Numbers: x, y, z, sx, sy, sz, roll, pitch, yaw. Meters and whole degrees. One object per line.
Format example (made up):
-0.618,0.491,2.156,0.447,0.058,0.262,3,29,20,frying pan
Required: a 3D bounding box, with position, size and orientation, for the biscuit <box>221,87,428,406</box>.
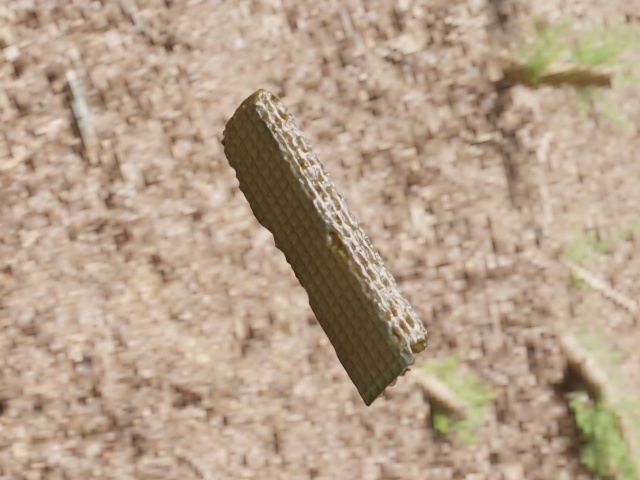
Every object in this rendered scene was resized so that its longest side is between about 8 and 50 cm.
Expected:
0.000,0.000,1.937,0.054,0.094,0.378,-8,58,-44,biscuit
